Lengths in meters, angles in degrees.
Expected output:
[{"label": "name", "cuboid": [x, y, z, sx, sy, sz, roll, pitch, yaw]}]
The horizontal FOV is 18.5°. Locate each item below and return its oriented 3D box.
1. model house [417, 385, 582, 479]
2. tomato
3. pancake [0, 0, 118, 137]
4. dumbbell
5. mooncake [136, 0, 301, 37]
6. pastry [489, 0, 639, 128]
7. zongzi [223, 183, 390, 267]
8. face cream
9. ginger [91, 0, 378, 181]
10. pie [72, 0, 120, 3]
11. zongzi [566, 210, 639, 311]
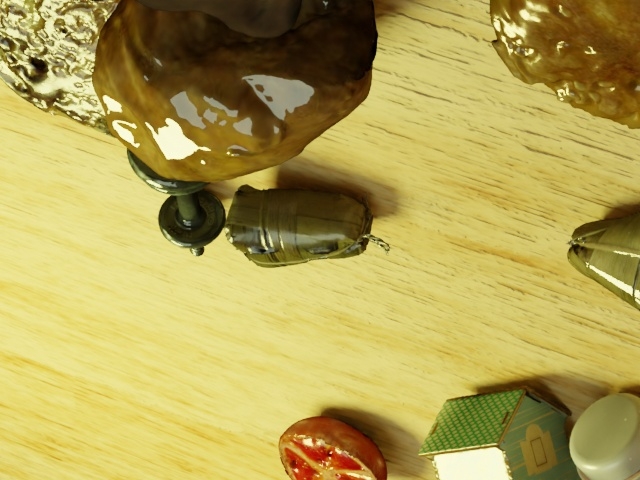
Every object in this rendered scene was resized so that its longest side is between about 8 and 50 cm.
[{"label": "model house", "cuboid": [0.208, 0.276, 2.277, 0.178, 0.271, 0.206, -12, 93, 50]}, {"label": "tomato", "cuboid": [0.027, 0.276, 2.505, 0.155, 0.069, 0.156, 22, 145, 17]}, {"label": "pancake", "cuboid": [-0.300, -0.223, 2.116, 0.212, 0.056, 0.257, 18, 138, 5]}, {"label": "dumbbell", "cuboid": [-0.149, -0.054, 2.186, 0.110, 0.110, 0.254, 19, 151, 15]}, {"label": "mooncake", "cuboid": [-0.038, -0.307, 1.574, 0.350, 0.212, 0.381, 24, 155, -35]}, {"label": "pastry", "cuboid": [0.276, -0.214, 1.601, 0.255, 0.162, 0.311, 23, 157, -9]}, {"label": "zongzi", "cuboid": [0.000, 0.000, 2.189, 0.189, 0.081, 0.178, 4, 162, 13]}, {"label": "face cream", "cuboid": [0.342, 0.235, 2.175, 0.117, 0.117, 0.104, -10, 137, 44]}, {"label": "ginger", "cuboid": [-0.087, -0.158, 1.909, 0.269, 0.200, 0.223, 25, 144, 7]}, {"label": "pie", "cuboid": [-0.235, -0.279, 1.989, 0.191, 0.033, 0.088, 3, 129, 13]}, {"label": "zongzi", "cuboid": [0.326, -0.018, 1.918, 0.160, 0.078, 0.176, 30, 120, 33]}]
